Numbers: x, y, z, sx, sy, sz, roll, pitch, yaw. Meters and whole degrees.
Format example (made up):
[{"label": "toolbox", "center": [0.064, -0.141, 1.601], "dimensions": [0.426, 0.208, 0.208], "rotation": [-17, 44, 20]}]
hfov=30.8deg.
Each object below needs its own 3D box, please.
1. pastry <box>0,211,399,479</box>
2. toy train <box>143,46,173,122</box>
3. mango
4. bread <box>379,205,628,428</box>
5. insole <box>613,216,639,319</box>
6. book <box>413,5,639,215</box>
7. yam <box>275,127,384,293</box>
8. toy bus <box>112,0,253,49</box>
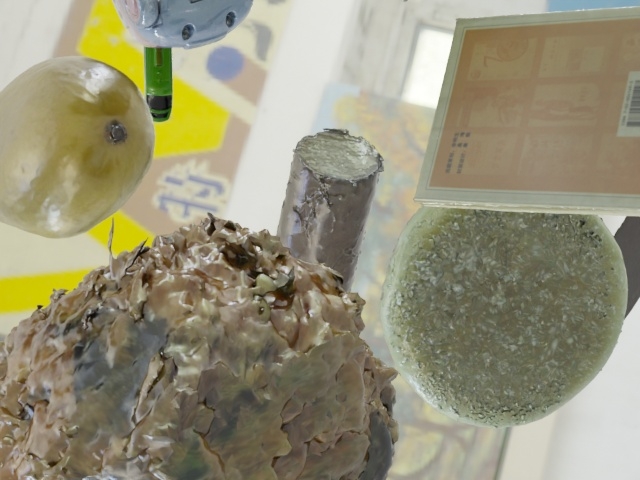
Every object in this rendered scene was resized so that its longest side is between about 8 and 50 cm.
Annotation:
[{"label": "pastry", "center": [-0.074, 0.120, 0.723], "dimensions": [0.193, 0.275, 0.274], "rotation": [-161, 84, -69]}, {"label": "toy train", "center": [-0.248, -0.287, 1.777], "dimensions": [0.042, 0.044, 0.209], "rotation": [131, 136, -77]}, {"label": "mango", "center": [-0.292, -0.104, 1.256], "dimensions": [0.142, 0.332, 0.195], "rotation": [23, -97, -38]}, {"label": "bread", "center": [0.187, 0.059, 1.157], "dimensions": [0.040, 0.267, 0.266], "rotation": [-151, 74, -77]}, {"label": "insole", "center": [0.390, -0.013, 1.384], "dimensions": [0.111, 0.007, 0.327], "rotation": [10, -67, -40]}, {"label": "book", "center": [0.193, -0.102, 0.910], "dimensions": [0.018, 0.242, 0.170], "rotation": [27, -107, -48]}, {"label": "yam", "center": [-0.001, -0.001, 1.555], "dimensions": [0.131, 0.131, 0.279], "rotation": [-61, -15, -62]}, {"label": "toy bus", "center": [-0.222, -0.405, 1.617], "dimensions": [0.232, 0.197, 0.294], "rotation": [-2, 109, 65]}]
